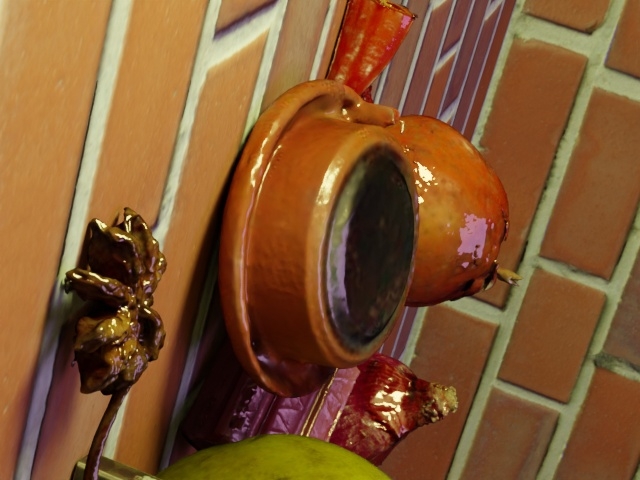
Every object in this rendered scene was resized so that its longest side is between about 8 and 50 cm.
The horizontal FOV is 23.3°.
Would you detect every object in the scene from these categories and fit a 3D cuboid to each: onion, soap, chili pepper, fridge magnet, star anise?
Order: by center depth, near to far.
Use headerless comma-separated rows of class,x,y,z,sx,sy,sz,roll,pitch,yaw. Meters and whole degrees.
star anise,-0.171,0.085,1.322,0.177,0.073,0.234,-65,164,-56
fridge magnet,0.000,0.000,1.746,0.363,0.155,0.364,-29,123,-58
soap,-0.045,0.178,1.897,0.162,0.099,0.250,47,56,-33
chili pepper,0.042,-0.221,1.905,0.169,0.088,0.065,-63,-174,14
onion,0.010,0.217,2.040,0.348,0.159,0.267,-33,-156,33

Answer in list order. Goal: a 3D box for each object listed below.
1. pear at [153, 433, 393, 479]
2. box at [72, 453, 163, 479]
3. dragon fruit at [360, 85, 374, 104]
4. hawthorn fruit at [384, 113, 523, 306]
pear,-0.048,0.371,1.674,0.352,0.413,0.352,4,90,-73
box,-0.194,0.386,1.503,0.047,0.180,0.325,-31,140,-73
dragon fruit,0.027,-0.164,2.010,0.131,0.063,0.097,-16,97,-70
hawthorn fruit,0.153,-0.021,2.157,0.276,0.307,0.276,-61,-179,1
